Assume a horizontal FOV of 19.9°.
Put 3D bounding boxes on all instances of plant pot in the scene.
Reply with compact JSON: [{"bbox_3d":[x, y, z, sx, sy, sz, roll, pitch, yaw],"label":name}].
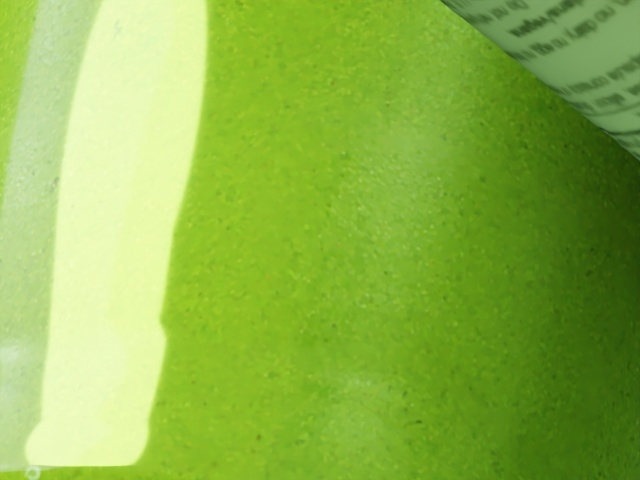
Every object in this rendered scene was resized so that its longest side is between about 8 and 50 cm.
[{"bbox_3d":[0.000,0.000,0.628,0.366,0.366,0.353,-40,30,46],"label":"plant pot"}]

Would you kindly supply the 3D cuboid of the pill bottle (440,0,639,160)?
[{"bbox_3d":[0.126,-0.078,0.407,0.160,0.283,0.160,-50,13,16],"label":"pill bottle"}]
